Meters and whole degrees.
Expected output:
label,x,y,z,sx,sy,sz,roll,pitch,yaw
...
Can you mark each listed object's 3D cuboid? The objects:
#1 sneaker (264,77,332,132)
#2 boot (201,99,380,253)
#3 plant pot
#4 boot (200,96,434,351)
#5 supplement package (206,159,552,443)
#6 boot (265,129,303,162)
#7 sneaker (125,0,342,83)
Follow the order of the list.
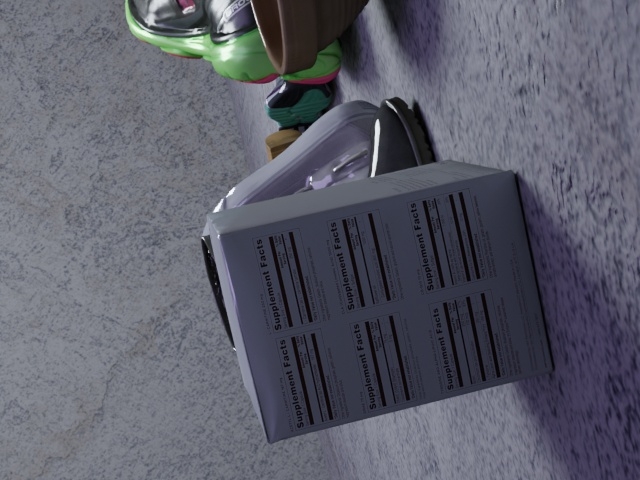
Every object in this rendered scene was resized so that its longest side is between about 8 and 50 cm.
label,x,y,z,sx,sy,sz,roll,pitch,yaw
sneaker,-0.036,-0.202,1.617,0.223,0.083,0.098,115,146,-81
boot,-0.017,-0.015,1.261,0.258,0.095,0.123,-43,51,31
plant pot,-0.010,-0.271,1.108,0.237,0.110,0.237,166,90,-84
boot,0.000,-0.017,1.091,0.076,0.208,0.189,101,154,-73
supplement package,0.033,0.035,0.939,0.194,0.203,0.149,-143,40,-81
boot,-0.001,0.000,1.583,0.295,0.104,0.211,-117,12,-64
sneaker,-0.096,-0.305,1.494,0.483,0.185,0.202,29,117,59
